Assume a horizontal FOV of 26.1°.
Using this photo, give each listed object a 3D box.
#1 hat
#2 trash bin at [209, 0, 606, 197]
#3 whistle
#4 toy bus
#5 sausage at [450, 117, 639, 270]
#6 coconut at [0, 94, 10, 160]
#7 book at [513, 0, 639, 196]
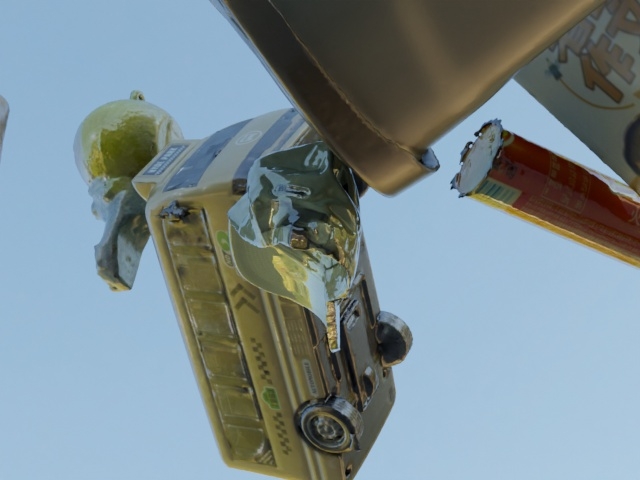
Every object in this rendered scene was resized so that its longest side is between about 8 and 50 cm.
[{"bbox_3d":[-0.003,0.006,0.852,0.081,0.122,0.166,-36,-35,-20],"label":"hat"},{"bbox_3d":[0.054,-0.187,0.810,0.250,0.220,0.219,-36,-44,-1],"label":"trash bin"},{"bbox_3d":[-0.208,-0.055,1.429,0.122,0.223,0.123,5,-22,2],"label":"whistle"},{"bbox_3d":[-0.043,0.058,1.370,0.201,0.177,0.365,2,-58,26],"label":"toy bus"},{"bbox_3d":[0.248,-0.027,1.264,0.264,0.083,0.083,22,-65,-21],"label":"sausage"},{"bbox_3d":[-0.388,-0.057,1.103,0.328,0.329,0.329,-14,-49,-17],"label":"coconut"},{"bbox_3d":[0.270,-0.162,1.187,0.020,0.295,0.208,-23,-32,-38],"label":"book"}]
